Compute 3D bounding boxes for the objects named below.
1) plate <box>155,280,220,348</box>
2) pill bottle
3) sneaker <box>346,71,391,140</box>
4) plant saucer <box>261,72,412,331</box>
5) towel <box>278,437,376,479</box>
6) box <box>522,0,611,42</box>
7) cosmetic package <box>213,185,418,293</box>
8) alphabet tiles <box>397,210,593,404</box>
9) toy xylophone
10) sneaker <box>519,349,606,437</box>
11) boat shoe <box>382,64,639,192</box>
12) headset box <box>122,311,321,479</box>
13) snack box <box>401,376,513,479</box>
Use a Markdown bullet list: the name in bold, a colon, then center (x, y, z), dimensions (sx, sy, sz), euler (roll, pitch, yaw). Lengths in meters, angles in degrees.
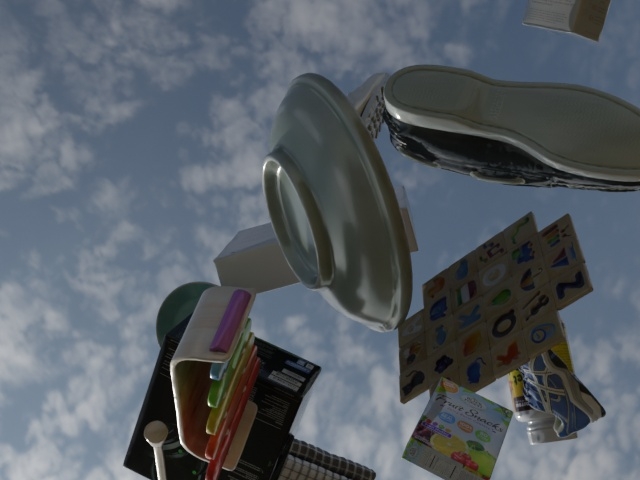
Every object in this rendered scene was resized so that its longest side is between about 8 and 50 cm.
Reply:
- **plate**: center (-0.219, 0.168, 1.636), dimensions (0.024, 0.188, 0.188), euler (-24, -44, -76)
- **pill bottle**: center (0.390, 0.246, 1.533), dimensions (0.117, 0.117, 0.215), euler (4, -109, -39)
- **sneaker**: center (0.039, -0.184, 1.362), dimensions (0.235, 0.095, 0.090), euler (-59, -25, -30)
- **plant saucer**: center (-0.002, -0.040, 1.282), dimensions (0.100, 0.400, 0.400), euler (-20, -57, -17)
- **towel**: center (-0.050, 0.540, 1.782), dimensions (0.235, 0.121, 0.284), euler (25, -61, -16)
- **box**: center (0.411, -0.418, 1.401), dimensions (0.130, 0.091, 0.170), euler (-5, -68, -54)
- **cosmetic package**: center (0.000, 0.000, 1.735), dimensions (0.377, 0.284, 0.097), euler (-15, -82, 8)
- **alphabet tiles**: center (0.248, 0.104, 1.310), dimensions (0.342, 0.285, 0.011), euler (-37, -62, 27)
- **toy xylophone**: center (-0.148, 0.213, 1.171), dimensions (0.323, 0.081, 0.236), euler (91, -165, -58)
- **sneaker**: center (0.331, 0.206, 1.299), dimensions (0.081, 0.080, 0.211), euler (-42, -89, 7)
- **boat shoe**: center (0.212, -0.107, 0.915), dimensions (0.114, 0.302, 0.091), euler (-55, -26, -29)
- **headset box**: center (-0.166, 0.304, 1.451), dimensions (0.131, 0.246, 0.283), euler (-42, -27, -70)
- **snack box**: center (0.166, 0.231, 1.041), dimensions (0.141, 0.100, 0.037), euler (-43, -24, -59)
